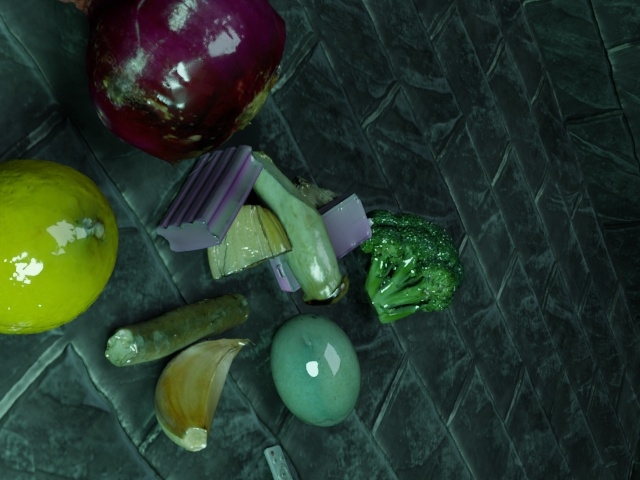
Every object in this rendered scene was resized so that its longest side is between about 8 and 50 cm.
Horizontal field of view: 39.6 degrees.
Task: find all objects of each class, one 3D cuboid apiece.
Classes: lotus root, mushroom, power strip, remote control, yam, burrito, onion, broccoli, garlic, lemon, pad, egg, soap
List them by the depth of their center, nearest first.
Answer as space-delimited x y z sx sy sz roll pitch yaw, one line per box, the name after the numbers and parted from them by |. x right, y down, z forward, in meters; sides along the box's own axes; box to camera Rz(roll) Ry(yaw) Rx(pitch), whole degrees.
-0.382 0.005 1.189 0.240 0.219 0.241 25 60 -54 | lemon
-0.258 -0.314 1.395 0.385 0.348 0.348 34 47 -3 | onion
-0.211 0.242 1.476 0.115 0.128 0.207 29 60 -9 | garlic
-0.233 0.148 1.504 0.317 0.067 0.071 -15 70 -56 | yam
-0.192 -0.076 1.563 0.065 0.122 0.203 55 44 -32 | soap
-0.139 0.000 1.662 0.159 0.095 0.135 -8 84 -15 | lotus root
-0.065 0.479 1.681 0.050 0.027 0.184 3 62 -61 | remote control
-0.046 -0.029 1.711 0.087 0.107 0.333 -15 81 -61 | mushroom
-0.008 0.250 1.715 0.169 0.169 0.237 -40 113 -51 | egg
-0.168 -0.203 1.726 0.157 0.003 0.112 19 68 -52 | pad
0.000 0.000 1.840 0.279 0.037 0.109 -34 112 -36 | power strip
0.003 -0.084 1.903 0.229 0.058 0.063 22 61 -54 | burrito
0.195 0.063 2.031 0.245 0.265 0.294 -39 113 -13 | broccoli
